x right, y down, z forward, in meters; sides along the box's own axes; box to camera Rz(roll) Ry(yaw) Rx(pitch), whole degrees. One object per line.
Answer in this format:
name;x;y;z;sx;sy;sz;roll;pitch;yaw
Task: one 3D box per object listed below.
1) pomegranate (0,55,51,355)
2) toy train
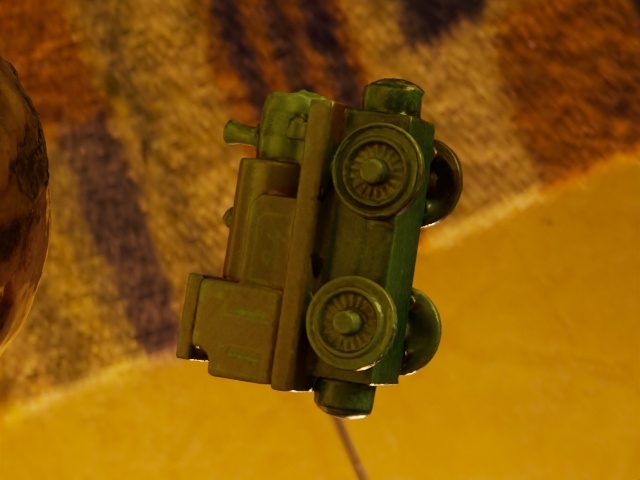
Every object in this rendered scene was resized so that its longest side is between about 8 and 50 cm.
pomegranate;-0.314;-0.006;1.209;0.322;0.322;0.322;-5;116;-12
toy train;0.000;0.000;1.756;0.222;0.150;0.304;9;89;25
